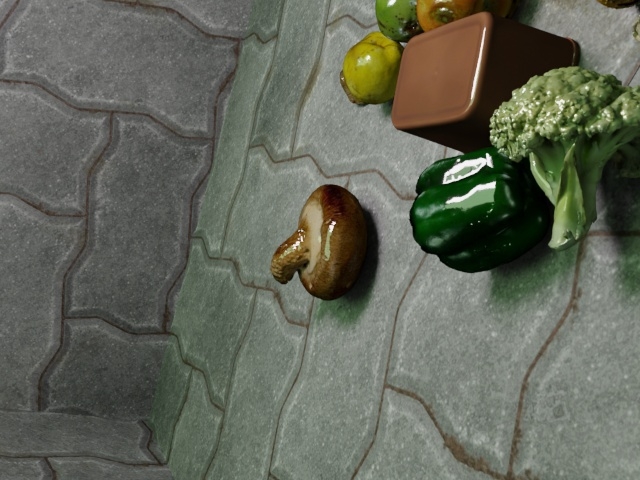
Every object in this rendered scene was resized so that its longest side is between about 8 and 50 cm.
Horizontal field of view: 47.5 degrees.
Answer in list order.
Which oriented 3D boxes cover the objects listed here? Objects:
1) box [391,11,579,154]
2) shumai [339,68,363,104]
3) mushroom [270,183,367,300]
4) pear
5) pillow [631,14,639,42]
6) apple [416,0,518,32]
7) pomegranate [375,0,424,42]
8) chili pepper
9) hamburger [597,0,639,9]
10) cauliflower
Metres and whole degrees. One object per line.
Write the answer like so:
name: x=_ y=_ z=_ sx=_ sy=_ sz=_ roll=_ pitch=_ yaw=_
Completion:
box: x=0.337 y=-0.328 z=1.569 sx=0.339 sy=0.229 sz=0.240 roll=7 pitch=86 yaw=65
shumai: x=0.127 y=-0.488 z=2.244 sx=0.123 sy=0.105 sz=0.139 roll=64 pitch=177 yaw=-22
mushroom: x=0.023 y=0.002 z=2.097 sx=0.345 sy=0.239 sz=0.346 roll=0 pitch=89 yaw=45
pear: x=0.157 y=-0.482 z=2.057 sx=0.200 sy=0.199 sz=0.200 roll=-37 pitch=47 yaw=53
pillow: x=0.618 y=-0.415 z=1.241 sx=0.208 sy=0.053 sz=0.119 roll=-61 pitch=27 yaw=30
apple: x=0.341 y=-0.561 z=1.672 sx=0.207 sy=0.236 sz=0.237 roll=32 pitch=108 yaw=47
pomegranate: x=0.235 y=-0.649 z=1.984 sx=0.181 sy=0.181 sz=0.224 roll=-50 pitch=28 yaw=43
chili pepper: x=0.329 y=-0.070 z=1.479 sx=0.256 sy=0.233 sz=0.249 roll=-26 pitch=60 yaw=51
hamburger: x=0.552 y=-0.509 z=1.286 sx=0.191 sy=0.181 sz=0.118 roll=-49 pitch=53 yaw=32
cauliflower: x=0.449 y=-0.165 z=1.261 sx=0.327 sy=0.260 sz=0.281 roll=31 pitch=146 yaw=65
